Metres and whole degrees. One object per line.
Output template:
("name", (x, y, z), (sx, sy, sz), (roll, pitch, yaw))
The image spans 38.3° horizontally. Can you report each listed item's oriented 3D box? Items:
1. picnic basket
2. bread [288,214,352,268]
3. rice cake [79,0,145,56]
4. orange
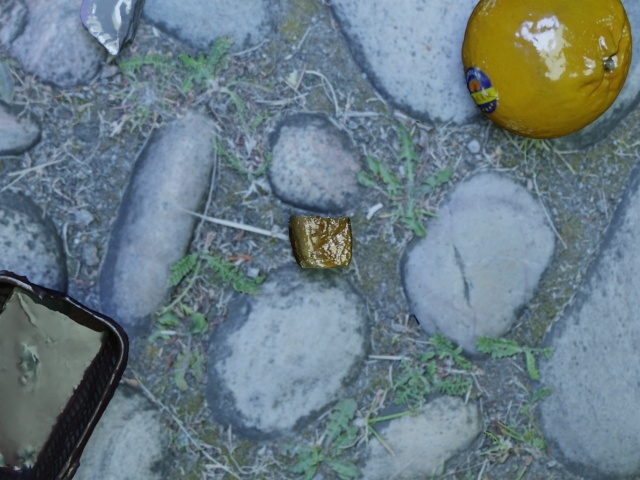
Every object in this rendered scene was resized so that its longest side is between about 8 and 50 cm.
("picnic basket", (-0.377, 0.186, 1.129), (0.222, 0.129, 0.297), (28, 91, -11))
("bread", (-0.002, 0.001, 1.194), (0.077, 0.083, 0.070), (0, 89, -14))
("rice cake", (-0.209, -0.419, 1.108), (0.070, 0.064, 0.399), (18, 94, -3))
("orange", (0.286, -0.238, 1.165), (0.219, 0.193, 0.219), (2, 86, -23))
